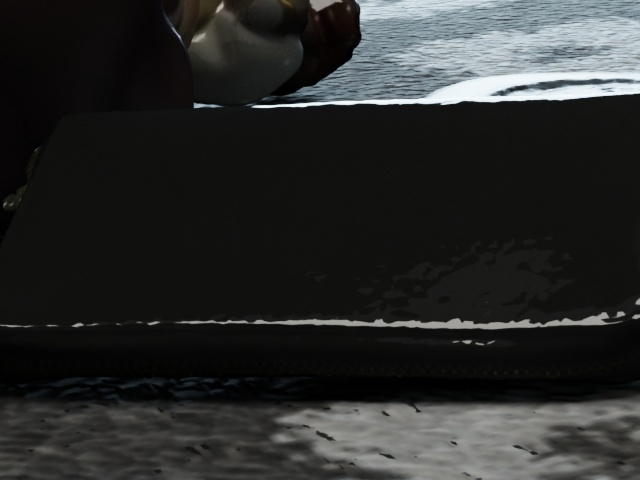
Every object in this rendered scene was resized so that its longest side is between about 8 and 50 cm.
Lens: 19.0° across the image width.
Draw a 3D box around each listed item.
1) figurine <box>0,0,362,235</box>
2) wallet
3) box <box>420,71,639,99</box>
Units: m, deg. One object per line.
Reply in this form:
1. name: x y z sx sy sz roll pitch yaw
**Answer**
1. figurine: -0.095 -0.119 0.867 0.365 0.218 0.206 -15 -1 -45
2. wallet: 0.000 0.000 0.659 0.250 0.044 0.149 -2 35 11
3. box: 0.114 -0.033 0.775 0.212 0.042 0.201 1 18 17
